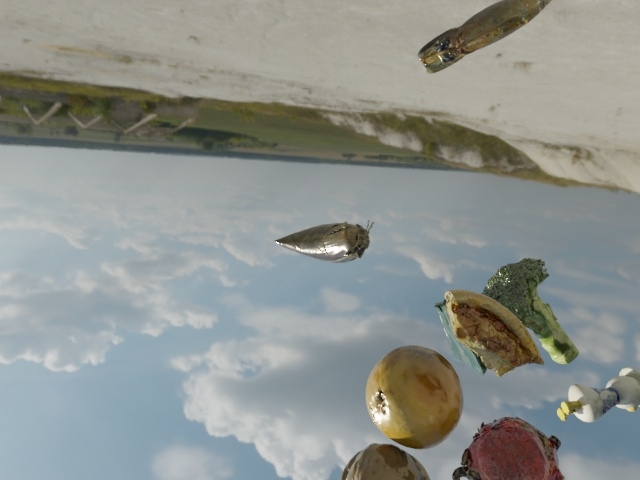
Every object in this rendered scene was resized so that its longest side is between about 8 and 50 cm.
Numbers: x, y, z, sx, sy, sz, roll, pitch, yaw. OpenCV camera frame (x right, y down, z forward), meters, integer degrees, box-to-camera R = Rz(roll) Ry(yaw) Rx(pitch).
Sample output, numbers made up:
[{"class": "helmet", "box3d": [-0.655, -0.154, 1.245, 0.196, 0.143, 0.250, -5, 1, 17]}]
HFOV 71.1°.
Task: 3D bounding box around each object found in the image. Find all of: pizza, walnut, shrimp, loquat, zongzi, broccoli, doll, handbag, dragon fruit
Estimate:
[{"class": "pizza", "box3d": [0.367, 0.197, 0.953, 0.134, 0.271, 0.056, -46, -176, -31]}, {"class": "walnut", "box3d": [0.172, 0.656, 1.171, 0.249, 0.248, 0.248, 4, -170, -1]}, {"class": "shrimp", "box3d": [0.295, -0.384, 0.801, 0.253, 0.058, 0.173, -24, -162, 18]}, {"class": "loquat", "box3d": [0.250, 0.416, 1.199, 0.263, 0.262, 0.263, 4, -170, -1]}, {"class": "zongzi", "box3d": [0.000, 0.000, 0.910, 0.184, 0.084, 0.187, 4, 173, -6]}, {"class": "broccoli", "box3d": [0.672, 0.250, 1.449, 0.252, 0.361, 0.221, -22, 178, -22]}, {"class": "doll", "box3d": [0.803, 0.436, 1.244, 0.293, 0.138, 0.119, -14, -129, -9]}, {"class": "handbag", "box3d": [0.500, 0.323, 1.556, 0.089, 0.238, 0.326, -25, 178, 0]}, {"class": "dragon fruit", "box3d": [0.456, 0.545, 1.081, 0.282, 0.210, 0.147, -23, 157, 6]}]
